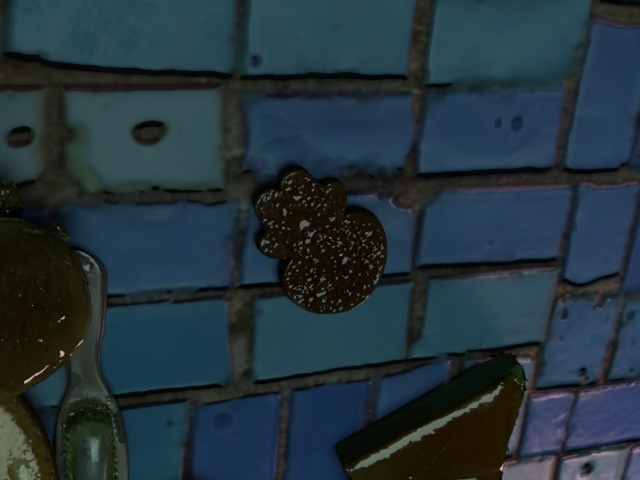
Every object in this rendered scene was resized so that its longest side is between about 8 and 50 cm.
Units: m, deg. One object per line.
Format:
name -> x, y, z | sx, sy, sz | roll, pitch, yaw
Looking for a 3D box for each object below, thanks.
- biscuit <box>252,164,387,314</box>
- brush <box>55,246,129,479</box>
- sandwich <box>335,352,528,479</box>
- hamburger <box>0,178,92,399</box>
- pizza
biscuit -> 0.000, 0.000, 0.818 | 0.124, 0.026, 0.175 | -38, 120, -5
brush -> -0.223, 0.158, 0.775 | 0.072, 0.067, 0.313 | -5, 111, -19
sandwich -> 0.122, 0.250, 0.951 | 0.212, 0.063, 0.245 | 6, 108, -22
hamburger -> -0.266, 0.039, 0.654 | 0.159, 0.131, 0.185 | 7, 83, -43
pizza -> -0.352, 0.202, 0.737 | 0.193, 0.053, 0.201 | -22, 103, -19
